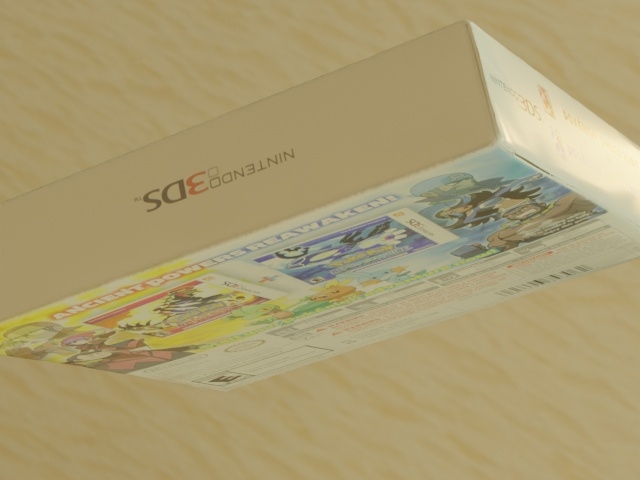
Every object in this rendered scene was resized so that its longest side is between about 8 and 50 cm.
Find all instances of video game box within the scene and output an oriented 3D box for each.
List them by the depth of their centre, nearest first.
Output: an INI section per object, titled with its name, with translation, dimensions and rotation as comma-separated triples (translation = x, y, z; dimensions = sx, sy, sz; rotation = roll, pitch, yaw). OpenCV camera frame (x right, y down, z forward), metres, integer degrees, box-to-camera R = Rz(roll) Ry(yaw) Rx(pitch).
[video game box]
translation = 0.000, 0.000, 0.590
dimensions = 0.205, 0.048, 0.187
rotation = -19, 165, 23
